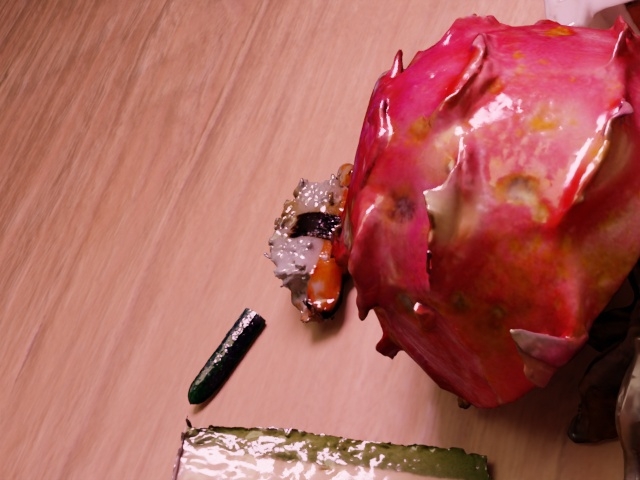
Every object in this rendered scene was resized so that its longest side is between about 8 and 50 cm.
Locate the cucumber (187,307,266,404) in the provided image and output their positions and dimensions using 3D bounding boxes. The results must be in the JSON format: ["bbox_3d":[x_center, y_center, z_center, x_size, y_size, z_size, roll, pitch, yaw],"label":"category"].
[{"bbox_3d":[-0.115,0.140,1.396,0.133,0.032,0.032,-53,32,-15],"label":"cucumber"}]

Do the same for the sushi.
[{"bbox_3d":[-0.004,-0.002,1.370,0.097,0.103,0.226,-36,26,48],"label":"sushi"}]

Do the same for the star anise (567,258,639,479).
[{"bbox_3d":[0.279,0.068,0.911,0.288,0.088,0.288,-164,90,-77],"label":"star anise"}]

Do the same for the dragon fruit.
[{"bbox_3d":[0.141,-0.047,1.021,0.371,0.249,0.386,-57,5,28],"label":"dragon fruit"}]

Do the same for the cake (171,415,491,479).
[{"bbox_3d":[0.014,0.273,1.073,0.284,0.172,0.158,2,54,9],"label":"cake"}]

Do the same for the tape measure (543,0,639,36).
[{"bbox_3d":[0.348,-0.305,1.282,0.265,0.130,0.258,-24,39,22],"label":"tape measure"}]
